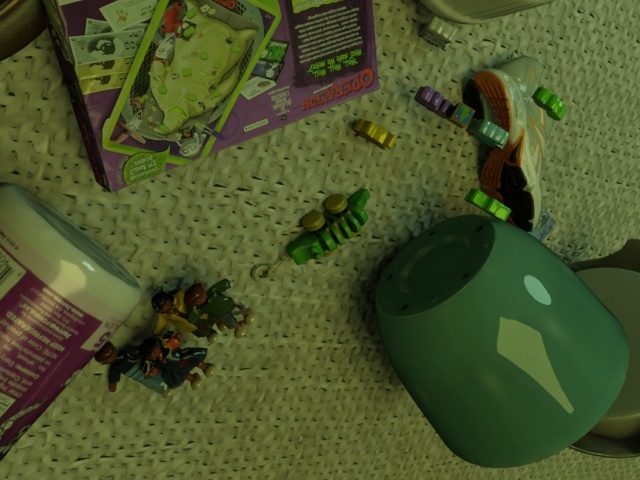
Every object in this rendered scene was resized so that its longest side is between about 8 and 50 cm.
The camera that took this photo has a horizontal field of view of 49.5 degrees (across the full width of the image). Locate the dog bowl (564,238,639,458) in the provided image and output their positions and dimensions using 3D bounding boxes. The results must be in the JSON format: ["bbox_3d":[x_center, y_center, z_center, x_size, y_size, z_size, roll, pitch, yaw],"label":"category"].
[{"bbox_3d":[0.433,0.165,1.055,0.349,0.349,0.102,-46,139,-9],"label":"dog bowl"}]

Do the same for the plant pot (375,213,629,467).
[{"bbox_3d":[0.212,0.109,0.922,0.293,0.293,0.235,-46,112,-9],"label":"plant pot"}]

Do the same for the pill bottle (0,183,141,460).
[{"bbox_3d":[-0.322,0.110,0.632,0.301,0.169,0.169,-49,127,-6],"label":"pill bottle"}]

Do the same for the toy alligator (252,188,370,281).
[{"bbox_3d":[0.000,0.000,0.870,0.190,0.051,0.056,-38,125,-14],"label":"toy alligator"}]

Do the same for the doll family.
[{"bbox_3d":[-0.172,0.111,0.793,0.111,0.076,0.193,36,91,-42],"label":"doll family"}]

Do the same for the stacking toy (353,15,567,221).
[{"bbox_3d":[0.177,-0.150,0.865,0.221,0.052,0.167,31,91,-4],"label":"stacking toy"}]

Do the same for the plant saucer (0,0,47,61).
[{"bbox_3d":[-0.335,-0.279,0.541,0.311,0.050,0.310,-14,117,-28],"label":"plant saucer"}]

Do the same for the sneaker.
[{"bbox_3d":[0.293,-0.135,0.982,0.121,0.099,0.262,-33,125,-23],"label":"sneaker"}]

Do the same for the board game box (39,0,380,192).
[{"bbox_3d":[-0.088,-0.205,0.704,0.347,0.056,0.208,-26,121,-29],"label":"board game box"}]

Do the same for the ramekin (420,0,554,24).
[{"bbox_3d":[0.215,-0.386,0.784,0.273,0.127,0.272,-10,107,-35],"label":"ramekin"}]

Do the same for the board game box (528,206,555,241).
[{"bbox_3d":[0.321,-0.018,1.093,0.090,0.020,0.090,38,87,-36],"label":"board game box"}]
